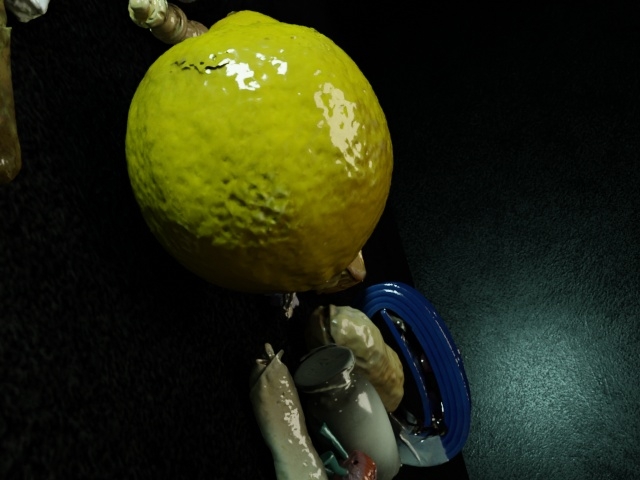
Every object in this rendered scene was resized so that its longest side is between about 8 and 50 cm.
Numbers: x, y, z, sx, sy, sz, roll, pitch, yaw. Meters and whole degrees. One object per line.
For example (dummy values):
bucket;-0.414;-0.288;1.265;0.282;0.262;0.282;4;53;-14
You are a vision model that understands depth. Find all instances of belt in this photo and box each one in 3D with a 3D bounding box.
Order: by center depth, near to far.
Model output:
belt;0.162;0.249;1.268;0.117;0.212;0.347;5;63;-78

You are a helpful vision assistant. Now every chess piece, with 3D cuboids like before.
chess piece;-0.195;-0.281;0.864;0.172;0.060;0.060;12;60;-75

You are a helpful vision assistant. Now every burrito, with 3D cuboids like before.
burrito;-0.030;0.258;0.788;0.082;0.059;0.275;-102;174;-86

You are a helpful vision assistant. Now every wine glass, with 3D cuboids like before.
wine glass;0.041;0.259;0.959;0.111;0.111;0.204;-73;142;-69

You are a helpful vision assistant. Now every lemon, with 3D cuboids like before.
lemon;-0.061;-0.083;0.677;0.293;0.293;0.293;-19;90;-77

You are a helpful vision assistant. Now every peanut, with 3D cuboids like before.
peanut;0.061;0.200;1.103;0.290;0.130;0.130;58;18;-50

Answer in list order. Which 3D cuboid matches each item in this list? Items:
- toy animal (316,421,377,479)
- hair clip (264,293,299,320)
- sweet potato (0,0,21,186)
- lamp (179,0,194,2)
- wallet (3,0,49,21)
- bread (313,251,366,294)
toy animal;0.033;0.346;0.896;0.103;0.100;0.208;10;-51;57
hair clip;-0.052;0.010;1.018;0.292;0.084;0.106;-87;160;-47
sweet potato;-0.248;-0.171;0.451;0.075;0.075;0.273;15;60;-75
lamp;-0.185;-0.458;0.881;0.247;0.247;0.301;29;32;-8
wallet;-0.267;-0.273;0.593;0.190;0.033;0.095;-96;161;-45
bread;0.000;0.000;1.187;0.199;0.104;0.199;58;19;-33
